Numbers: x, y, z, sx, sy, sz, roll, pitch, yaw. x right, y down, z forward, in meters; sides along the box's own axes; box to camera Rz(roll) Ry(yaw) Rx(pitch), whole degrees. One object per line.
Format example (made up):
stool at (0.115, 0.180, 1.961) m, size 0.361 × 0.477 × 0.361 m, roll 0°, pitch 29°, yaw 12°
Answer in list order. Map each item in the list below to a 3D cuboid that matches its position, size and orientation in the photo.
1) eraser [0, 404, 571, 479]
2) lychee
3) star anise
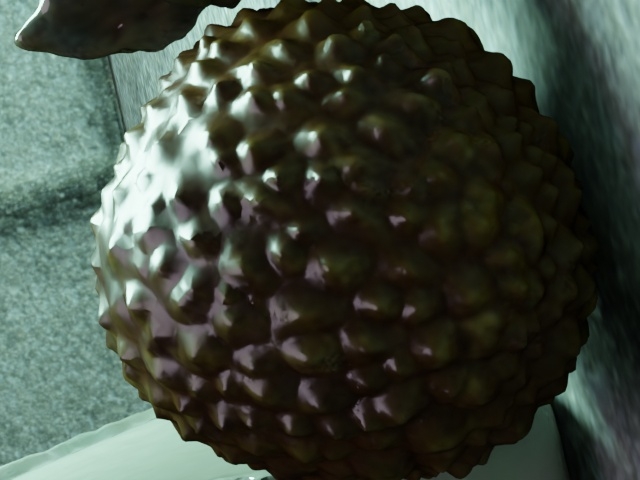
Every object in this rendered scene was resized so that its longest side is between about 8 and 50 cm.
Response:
eraser at (-0.006, 0.147, 0.951) m, size 0.331 × 0.331 × 0.150 m, roll -163°, pitch 57°, yaw -78°
lychee at (0.000, 0.000, 0.736) m, size 0.238 × 0.200 × 0.200 m, roll 25°, pitch 135°, yaw 41°
star anise at (-0.028, -0.148, 0.766) m, size 0.073 × 0.212 × 0.197 m, roll 49°, pitch 155°, yaw -9°
